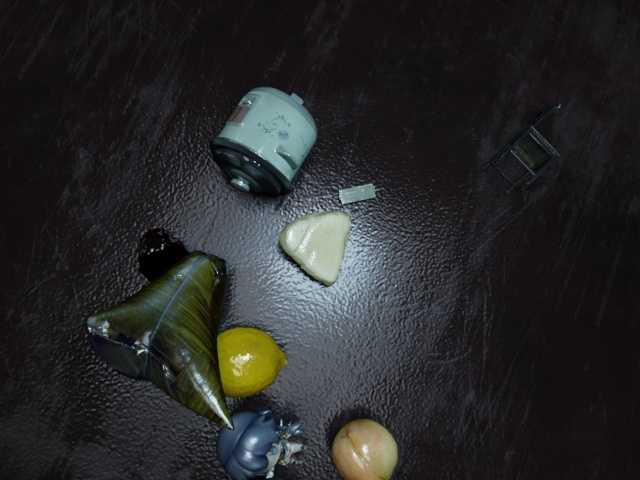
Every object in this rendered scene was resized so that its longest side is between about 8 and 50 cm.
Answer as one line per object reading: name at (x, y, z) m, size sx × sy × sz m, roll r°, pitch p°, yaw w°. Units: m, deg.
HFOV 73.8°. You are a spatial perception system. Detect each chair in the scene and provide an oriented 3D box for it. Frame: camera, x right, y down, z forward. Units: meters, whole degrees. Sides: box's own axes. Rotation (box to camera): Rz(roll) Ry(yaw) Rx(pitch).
chair at (0.680, -0.295, 1.379) m, size 0.260 × 0.154 × 0.141 m, roll -42°, pitch 88°, yaw -7°

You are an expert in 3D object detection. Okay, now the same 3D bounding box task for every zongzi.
zongzi at (-0.285, 0.227, 1.085) m, size 0.432 × 0.207 × 0.403 m, roll 25°, pitch 41°, yaw 17°

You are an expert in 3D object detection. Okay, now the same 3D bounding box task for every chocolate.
chocolate at (-0.468, 0.023, 1.249) m, size 0.156 × 0.156 × 0.133 m, roll -28°, pitch 55°, yaw -9°

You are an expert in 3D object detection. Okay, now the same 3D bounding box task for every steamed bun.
steamed bun at (-0.027, 0.001, 1.284) m, size 0.213 × 0.110 × 0.231 m, roll 23°, pitch 76°, yaw -25°

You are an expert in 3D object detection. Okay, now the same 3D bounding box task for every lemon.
lemon at (-0.218, 0.334, 1.175) m, size 0.257 × 0.188 × 0.188 m, roll 0°, pitch 82°, yaw -14°

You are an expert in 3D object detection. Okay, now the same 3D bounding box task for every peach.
peach at (0.119, 0.590, 1.184) m, size 0.184 × 0.184 × 0.184 m, roll 1°, pitch 82°, yaw -5°

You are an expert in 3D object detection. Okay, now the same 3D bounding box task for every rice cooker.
rice cooker at (-0.168, -0.273, 1.242) m, size 0.317 × 0.264 × 0.316 m, roll -16°, pitch 55°, yaw 24°

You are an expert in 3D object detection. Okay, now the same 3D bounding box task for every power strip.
power strip at (0.124, -0.149, 1.368) m, size 0.136 × 0.019 × 0.050 m, roll -14°, pitch 81°, yaw -7°

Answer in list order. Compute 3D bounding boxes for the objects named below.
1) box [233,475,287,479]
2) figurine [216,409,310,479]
box at (-0.150, 0.698, 1.155) m, size 0.201 × 0.144 × 0.090 m, roll 22°, pitch 77°, yaw -1°
figurine at (-0.157, 0.545, 1.139) m, size 0.197 × 0.265 × 0.175 m, roll 6°, pitch 66°, yaw 23°
